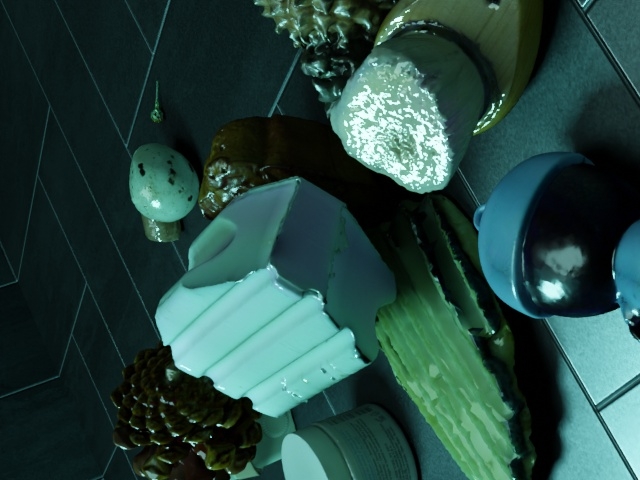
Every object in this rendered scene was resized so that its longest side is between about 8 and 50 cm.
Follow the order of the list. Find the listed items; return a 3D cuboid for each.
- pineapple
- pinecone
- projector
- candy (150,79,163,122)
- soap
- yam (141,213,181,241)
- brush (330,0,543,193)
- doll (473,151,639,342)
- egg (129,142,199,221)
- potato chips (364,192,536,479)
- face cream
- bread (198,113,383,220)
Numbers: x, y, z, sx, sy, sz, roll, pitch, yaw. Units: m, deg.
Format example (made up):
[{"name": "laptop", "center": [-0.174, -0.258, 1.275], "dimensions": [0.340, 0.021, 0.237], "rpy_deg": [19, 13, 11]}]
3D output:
[{"name": "pineapple", "center": [0.026, -0.283, 1.493], "dimensions": [0.223, 0.222, 0.357], "rpy_deg": [26, 136, 55]}, {"name": "pinecone", "center": [-0.206, 0.297, 2.047], "dimensions": [0.264, 0.264, 0.264], "rpy_deg": [42, 141, 45]}, {"name": "projector", "center": [-0.164, 0.340, 2.293], "dimensions": [0.242, 0.177, 0.163], "rpy_deg": [2, 111, 64]}, {"name": "candy", "center": [-0.307, -0.262, 2.353], "dimensions": [0.025, 0.023, 0.083], "rpy_deg": [-134, 45, -55]}, {"name": "soap", "center": [-0.065, 0.085, 1.700], "dimensions": [0.261, 0.156, 0.446], "rpy_deg": [31, 153, -10]}, {"name": "yam", "center": [-0.316, -0.065, 2.431], "dimensions": [0.084, 0.084, 0.127], "rpy_deg": [29, 129, 54]}, {"name": "brush", "center": [0.135, -0.194, 1.327], "dimensions": [0.174, 0.166, 0.267], "rpy_deg": [36, 138, 5]}, {"name": "doll", "center": [0.277, 0.006, 1.269], "dimensions": [0.314, 0.141, 0.177], "rpy_deg": [20, 93, 45]}, {"name": "egg", "center": [-0.296, -0.109, 2.300], "dimensions": [0.164, 0.131, 0.131], "rpy_deg": [52, 148, 31]}, {"name": "potato chips", "center": [0.171, 0.150, 1.651], "dimensions": [0.429, 0.070, 0.358], "rpy_deg": [60, 156, 25]}, {"name": "face cream", "center": [0.046, 0.357, 1.930], "dimensions": [0.177, 0.152, 0.177], "rpy_deg": [41, 139, 48]}, {"name": "bread", "center": [-0.056, -0.077, 1.740], "dimensions": [0.232, 0.246, 0.135], "rpy_deg": [133, 140, -51]}]
